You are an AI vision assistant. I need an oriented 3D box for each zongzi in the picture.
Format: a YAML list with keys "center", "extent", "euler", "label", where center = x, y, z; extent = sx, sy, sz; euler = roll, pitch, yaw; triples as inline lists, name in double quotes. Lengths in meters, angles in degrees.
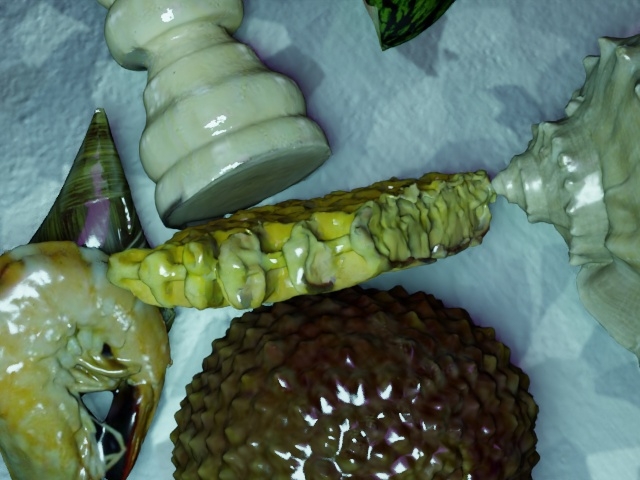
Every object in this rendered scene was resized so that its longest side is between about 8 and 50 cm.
- center: [-0.223, 0.011, 1.411]
  extent: [0.187, 0.084, 0.184]
  euler: [-18, 102, -2]
  label: "zongzi"

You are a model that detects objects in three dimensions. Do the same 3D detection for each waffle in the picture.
- center: [0.000, 0.001, 1.322]
  extent: [0.309, 0.283, 0.065]
  euler: [-16, 95, -19]
  label: "waffle"

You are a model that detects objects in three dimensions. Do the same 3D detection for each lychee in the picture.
- center: [0.016, 0.146, 1.328]
  extent: [0.267, 0.267, 0.268]
  euler: [0, 84, 2]
  label: "lychee"

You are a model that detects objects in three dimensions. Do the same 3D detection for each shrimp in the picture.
- center: [-0.175, 0.130, 1.383]
  extent: [0.152, 0.063, 0.287]
  euler: [-21, 113, -12]
  label: "shrimp"

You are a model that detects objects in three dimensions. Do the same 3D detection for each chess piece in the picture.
- center: [-0.108, -0.151, 1.423]
  extent: [0.142, 0.143, 0.261]
  euler: [-25, 80, -1]
  label: "chess piece"

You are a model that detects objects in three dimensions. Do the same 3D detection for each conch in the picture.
- center: [0.286, -0.038, 1.328]
  extent: [0.324, 0.186, 0.263]
  euler: [-11, 67, 23]
  label: "conch"

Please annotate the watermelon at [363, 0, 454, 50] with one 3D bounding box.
- center: [0.057, -0.259, 1.420]
  extent: [0.137, 0.145, 0.193]
  euler: [21, 84, 9]
  label: "watermelon"
